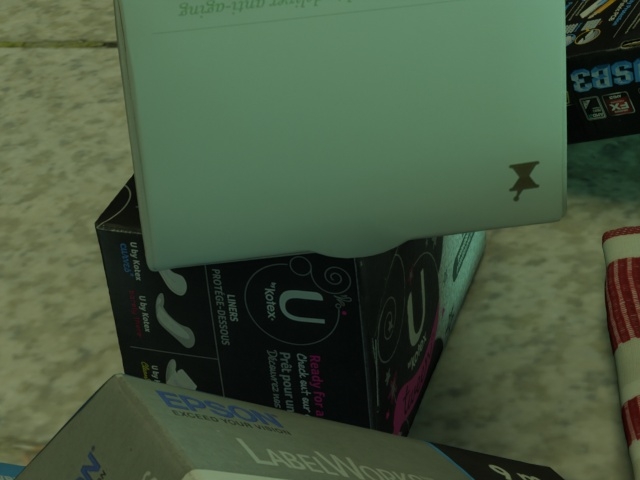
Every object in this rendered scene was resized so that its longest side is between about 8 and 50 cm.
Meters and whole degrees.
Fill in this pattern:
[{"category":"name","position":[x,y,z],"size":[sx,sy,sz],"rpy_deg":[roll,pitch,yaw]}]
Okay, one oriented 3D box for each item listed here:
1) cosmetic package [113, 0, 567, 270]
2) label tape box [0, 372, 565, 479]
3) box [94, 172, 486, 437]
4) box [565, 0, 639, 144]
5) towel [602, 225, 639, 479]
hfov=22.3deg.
[{"category":"cosmetic package","position":[-0.011,-0.147,0.836],"size":[0.197,0.155,0.365],"rpy_deg":[-8,30,-6]},{"category":"label tape box","position":[0.019,0.139,0.621],"size":[0.241,0.106,0.334],"rpy_deg":[17,15,-38]},{"category":"box","position":[0.000,0.000,0.900],"size":[0.142,0.163,0.247],"rpy_deg":[6,34,19]},{"category":"box","position":[0.230,-0.170,1.098],"size":[0.293,0.073,0.295],"rpy_deg":[-5,33,39]},{"category":"towel","position":[0.272,0.080,0.825],"size":[0.237,0.037,0.329],"rpy_deg":[-5,32,7]}]
